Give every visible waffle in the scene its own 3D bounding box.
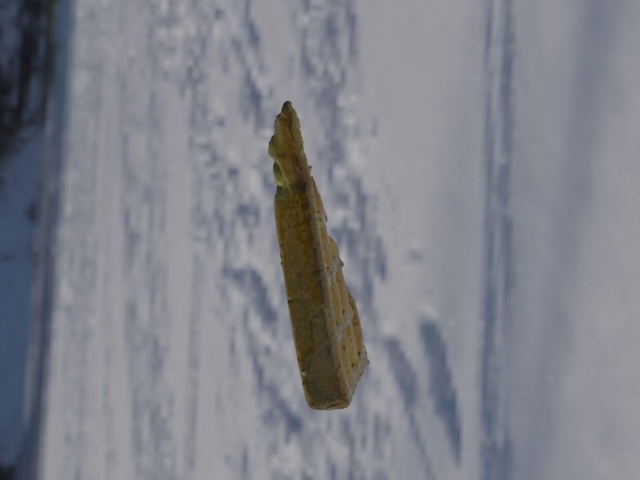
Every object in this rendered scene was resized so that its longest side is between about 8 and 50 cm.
[{"bbox_3d":[0.000,0.000,1.181,0.125,0.032,0.191,-47,-49,-74],"label":"waffle"}]
